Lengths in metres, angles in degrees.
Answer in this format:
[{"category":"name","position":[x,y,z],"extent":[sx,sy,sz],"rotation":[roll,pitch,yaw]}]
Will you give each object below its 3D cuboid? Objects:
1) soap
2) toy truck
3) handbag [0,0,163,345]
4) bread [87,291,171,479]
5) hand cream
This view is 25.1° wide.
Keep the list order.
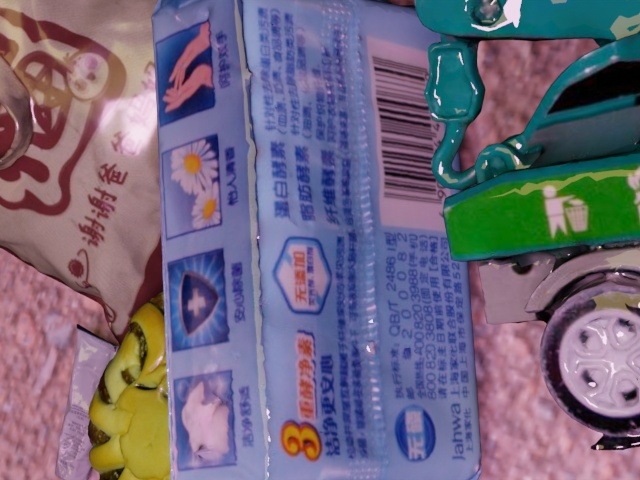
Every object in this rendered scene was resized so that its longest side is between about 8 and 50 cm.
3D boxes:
[{"category":"soap","position":[0.000,0.000,0.674],"extent":[0.077,0.156,0.293],"rotation":[-13,75,45]},{"category":"toy truck","position":[0.212,-0.033,0.531],"extent":[0.363,0.176,0.178],"rotation":[-4,100,25]},{"category":"handbag","position":[-0.152,-0.077,0.786],"extent":[0.235,0.127,0.213],"rotation":[28,111,9]},{"category":"bread","position":[-0.065,0.090,0.748],"extent":[0.139,0.071,0.130],"rotation":[-40,71,17]},{"category":"hand cream","position":[-0.132,0.095,0.804],"extent":[0.030,0.019,0.093],"rotation":[20,102,31]}]
